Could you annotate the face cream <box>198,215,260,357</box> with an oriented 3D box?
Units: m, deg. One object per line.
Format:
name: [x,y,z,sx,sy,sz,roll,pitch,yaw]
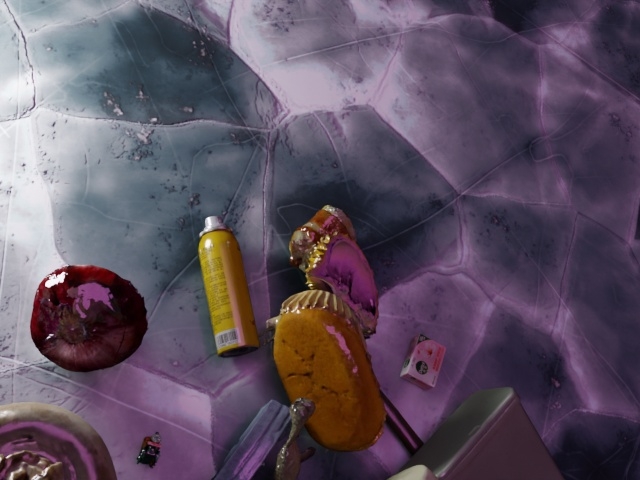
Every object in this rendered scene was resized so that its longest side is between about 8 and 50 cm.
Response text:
face cream: [-0.232,0.105,1.854,0.105,0.105,0.348,-5,70,-26]

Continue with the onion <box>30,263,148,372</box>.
onion: [-0.506,0.162,1.656,0.252,0.219,0.252,-1,109,-3]

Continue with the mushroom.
mushroom: [-0.563,0.481,1.428,0.363,0.294,0.362,10,63,-19]

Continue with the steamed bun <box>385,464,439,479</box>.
steamed bun: [0.133,0.736,1.624,0.456,0.290,0.371,-37,85,-13]

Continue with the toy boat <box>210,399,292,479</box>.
toy boat: [-0.160,0.485,1.703,0.078,0.127,0.283,39,58,-1]

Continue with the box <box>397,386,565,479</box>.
box: [0.418,0.603,1.858,0.352,0.177,0.343,-37,99,-33]

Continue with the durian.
durian: [0.053,0.103,1.935,0.341,0.112,0.191,46,40,-41]

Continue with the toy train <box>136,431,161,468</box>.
toy train: [-0.368,0.452,1.641,0.044,0.103,0.064,21,56,-12]

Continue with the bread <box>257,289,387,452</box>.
bread: [0.023,0.304,1.775,0.388,0.236,0.183,62,21,-3]

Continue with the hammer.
hammer: [0.159,0.423,1.925,0.168,0.044,0.440,-35,85,-30]

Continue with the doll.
doll: [-0.075,0.492,1.664,0.091,0.285,0.202,16,46,8]

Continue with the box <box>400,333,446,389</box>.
box: [0.275,0.324,2.018,0.089,0.043,0.125,28,59,-10]

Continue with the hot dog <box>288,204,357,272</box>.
hot dog: [0.000,0.000,2.011,0.213,0.103,0.146,-33,105,-22]
